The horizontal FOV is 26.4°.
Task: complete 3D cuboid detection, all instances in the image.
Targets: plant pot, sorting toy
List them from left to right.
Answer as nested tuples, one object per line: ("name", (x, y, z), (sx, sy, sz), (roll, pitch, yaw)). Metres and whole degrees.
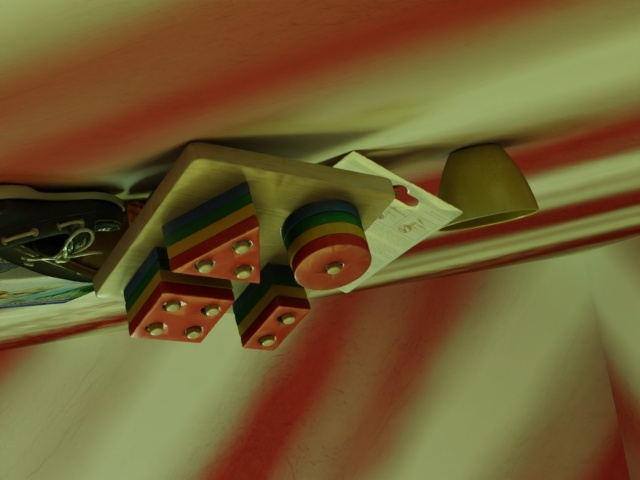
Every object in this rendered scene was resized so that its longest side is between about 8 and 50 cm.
("sorting toy", (-0.079, 0.023, 1.501), (0.257, 0.089, 0.255), (9, 139, -33))
("plant pot", (0.208, -0.071, 1.771), (0.134, 0.095, 0.134), (-11, 173, -1))

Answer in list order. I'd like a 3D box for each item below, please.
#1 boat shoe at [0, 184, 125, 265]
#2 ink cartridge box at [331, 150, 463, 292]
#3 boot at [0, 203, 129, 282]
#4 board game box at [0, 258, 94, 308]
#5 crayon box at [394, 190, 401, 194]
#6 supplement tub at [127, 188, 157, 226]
("boat shoe", (-0.300, -0.014, 1.499), (0.095, 0.079, 0.254), (-15, 173, 23))
("ink cartridge box", (0.036, -0.034, 1.740), (0.189, 0.066, 0.232), (26, 131, -30))
("boot", (-0.278, -0.001, 1.660), (0.305, 0.115, 0.112), (17, 174, -39))
("board game box", (-0.441, 0.045, 1.812), (0.318, 0.066, 0.318), (-4, 172, -29))
("crayon box", (-0.054, -0.010, 1.960), (0.318, 0.081, 0.202), (-13, 173, 21))
("supplement tub", (-0.128, -0.015, 1.612), (0.190, 0.117, 0.117), (-9, 174, -11))
